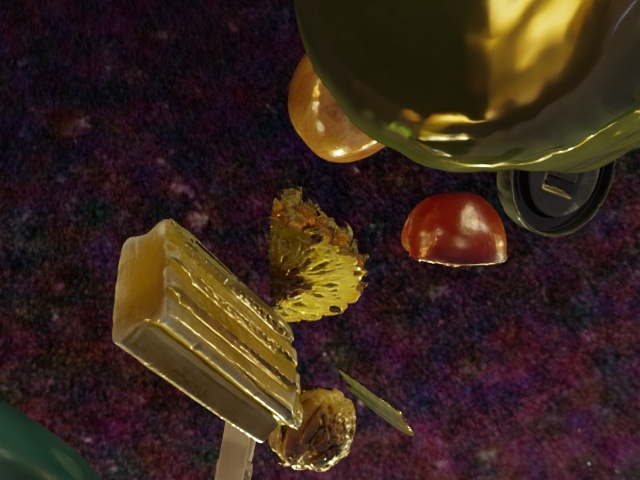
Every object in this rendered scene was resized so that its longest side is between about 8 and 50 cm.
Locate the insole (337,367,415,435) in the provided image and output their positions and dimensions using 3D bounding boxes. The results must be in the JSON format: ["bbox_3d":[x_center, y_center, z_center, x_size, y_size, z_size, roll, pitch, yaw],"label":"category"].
[{"bbox_3d":[0.039,0.115,0.473,0.004,0.064,0.188,-53,162,-11],"label":"insole"}]

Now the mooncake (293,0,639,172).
[{"bbox_3d":[0.153,-0.224,0.483,0.194,0.356,0.356,-10,131,-47],"label":"mooncake"}]

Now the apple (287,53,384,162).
[{"bbox_3d":[0.054,-0.290,1.442,0.264,0.264,0.264,-9,125,-13],"label":"apple"}]

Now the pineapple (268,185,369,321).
[{"bbox_3d":[0.000,0.004,0.964,0.139,0.164,0.250,2,135,2],"label":"pineapple"}]

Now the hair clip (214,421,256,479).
[{"bbox_3d":[-0.201,0.545,1.554,0.085,0.331,0.101,9,122,-4],"label":"hair clip"}]

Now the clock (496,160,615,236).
[{"bbox_3d":[0.487,-0.146,1.403,0.280,0.055,0.281,-7,107,-24],"label":"clock"}]

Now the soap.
[{"bbox_3d":[-0.129,0.117,0.838,0.089,0.173,0.274,-27,131,15],"label":"soap"}]

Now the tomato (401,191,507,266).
[{"bbox_3d":[0.267,-0.028,1.347,0.200,0.233,0.140,2,99,-7],"label":"tomato"}]

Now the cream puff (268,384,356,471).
[{"bbox_3d":[-0.006,0.263,0.943,0.133,0.104,0.119,-9,109,-35],"label":"cream puff"}]

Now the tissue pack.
[{"bbox_3d":[-0.477,0.392,1.041,0.198,0.206,0.287,-46,110,-9],"label":"tissue pack"}]
